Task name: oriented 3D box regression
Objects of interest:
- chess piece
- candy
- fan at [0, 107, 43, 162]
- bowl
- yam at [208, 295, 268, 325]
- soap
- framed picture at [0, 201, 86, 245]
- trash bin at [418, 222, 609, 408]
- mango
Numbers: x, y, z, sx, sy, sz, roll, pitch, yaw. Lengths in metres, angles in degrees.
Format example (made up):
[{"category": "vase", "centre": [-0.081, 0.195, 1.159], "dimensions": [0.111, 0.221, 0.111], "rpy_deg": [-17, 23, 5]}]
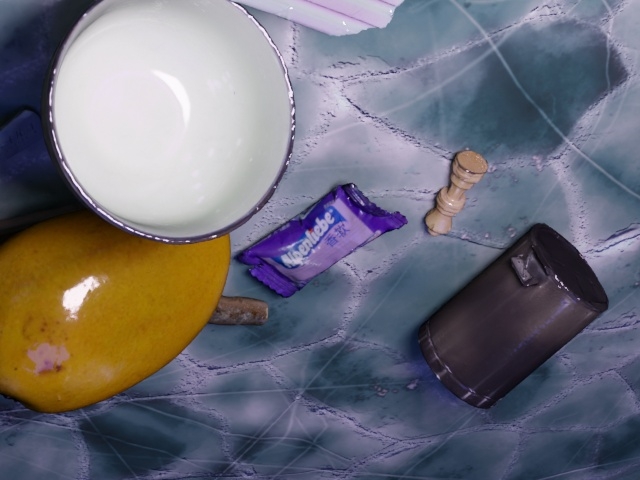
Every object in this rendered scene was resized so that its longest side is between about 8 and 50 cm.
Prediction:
[{"category": "chess piece", "centre": [0.223, -0.072, 2.035], "dimensions": [0.060, 0.060, 0.172], "rpy_deg": [5, 136, -21]}, {"category": "candy", "centre": [0.000, 0.000, 2.033], "dimensions": [0.275, 0.070, 0.145], "rpy_deg": [-32, 128, 23]}, {"category": "fan", "centre": [-0.515, -0.098, 1.718], "dimensions": [0.282, 0.023, 0.057], "rpy_deg": [-38, 136, -21]}, {"category": "bowl", "centre": [-0.228, -0.169, 1.654], "dimensions": [0.353, 0.354, 0.185], "rpy_deg": [15, 173, -29]}, {"category": "yam", "centre": [-0.212, 0.113, 2.076], "dimensions": [0.274, 0.061, 0.061], "rpy_deg": [9, 132, -37]}, {"category": "soap", "centre": [0.002, -0.366, 1.635], "dimensions": [0.230, 0.091, 0.145], "rpy_deg": [14, 132, -29]}, {"category": "framed picture", "centre": [-0.510, 0.088, 2.002], "dimensions": [0.446, 0.028, 0.326], "rpy_deg": [-13, 137, -3]}, {"category": "trash bin", "centre": [0.350, 0.137, 2.183], "dimensions": [0.252, 0.203, 0.301], "rpy_deg": [8, 134, -49]}, {"category": "mango", "centre": [-0.331, 0.085, 1.845], "dimensions": [0.445, 0.232, 0.300], "rpy_deg": [-31, 117, -23]}]
